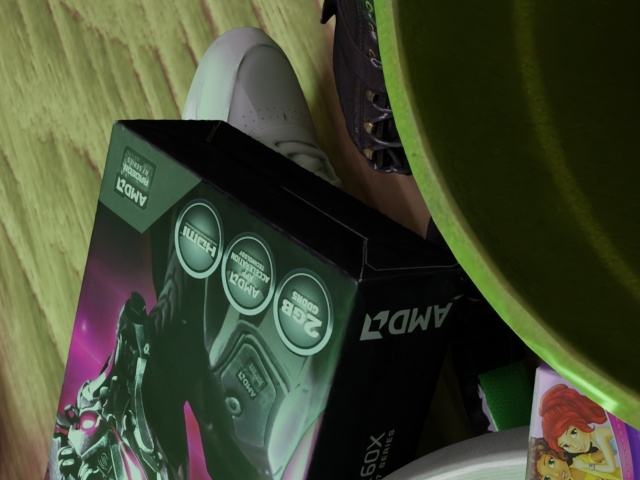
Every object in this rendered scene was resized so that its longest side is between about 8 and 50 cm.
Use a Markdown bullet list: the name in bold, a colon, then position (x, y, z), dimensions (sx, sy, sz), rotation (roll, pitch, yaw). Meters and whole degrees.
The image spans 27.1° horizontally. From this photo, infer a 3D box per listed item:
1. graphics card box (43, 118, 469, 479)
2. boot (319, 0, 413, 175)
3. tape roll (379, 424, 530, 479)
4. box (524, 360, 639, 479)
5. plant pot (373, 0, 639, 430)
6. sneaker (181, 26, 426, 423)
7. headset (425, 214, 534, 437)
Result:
- **graphics card box**: position (-0.063, 0.136, 0.798), dimensions (0.233, 0.094, 0.370), rotation (34, 117, 41)
- **boot**: position (0.051, -0.130, 0.779), dimensions (0.263, 0.091, 0.229), rotation (-103, 10, -48)
- **tape roll**: position (0.131, 0.280, 0.621), dimensions (0.392, 0.072, 0.392), rotation (1, 94, 18)
- **box**: position (0.175, 0.202, 0.533), dimensions (0.201, 0.057, 0.293), rotation (6, 95, 16)
- **plant pot**: position (0.270, -0.098, 0.469), dimensions (0.366, 0.353, 0.366), rotation (-7, 80, 42)
- **sneaker**: position (0.000, 0.000, 0.878), dimensions (0.152, 0.114, 0.305), rotation (-16, 83, 39)
- **headset**: position (0.188, -0.017, 0.712), dimensions (0.243, 0.185, 0.394), rotation (0, 99, 46)
